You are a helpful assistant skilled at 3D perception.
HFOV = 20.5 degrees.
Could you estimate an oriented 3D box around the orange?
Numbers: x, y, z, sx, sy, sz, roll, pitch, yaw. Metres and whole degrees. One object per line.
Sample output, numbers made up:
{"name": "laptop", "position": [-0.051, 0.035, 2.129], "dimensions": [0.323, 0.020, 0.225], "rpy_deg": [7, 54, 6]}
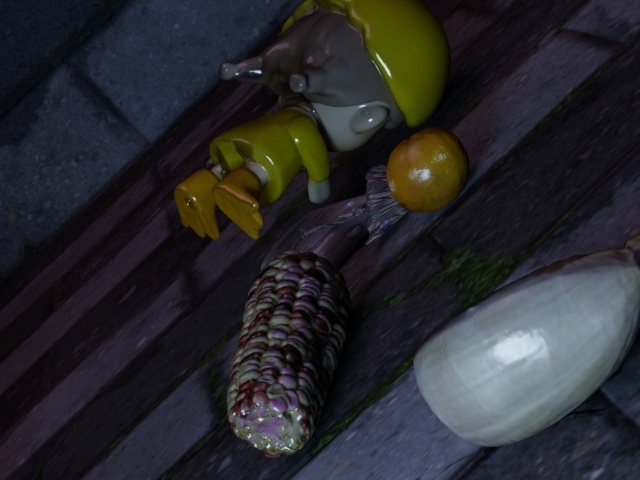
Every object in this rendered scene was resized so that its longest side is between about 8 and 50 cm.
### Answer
{"name": "orange", "position": [0.098, -0.065, 1.628], "dimensions": [0.083, 0.070, 0.083], "rpy_deg": [-38, 10, 8]}

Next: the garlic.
{"name": "garlic", "position": [0.142, 0.051, 1.088], "dimensions": [0.198, 0.090, 0.128], "rpy_deg": [-42, -1, 27]}

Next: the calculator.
{"name": "calculator", "position": [0.000, 0.000, 1.806], "dimensions": [0.100, 0.032, 0.175], "rpy_deg": [-48, 14, -22]}

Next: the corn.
{"name": "corn", "position": [-0.028, 0.094, 1.471], "dimensions": [0.092, 0.092, 0.280], "rpy_deg": [-39, 16, 21]}

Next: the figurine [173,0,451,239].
{"name": "figurine", "position": [-0.004, -0.140, 1.911], "dimensions": [0.215, 0.187, 0.344], "rpy_deg": [16, 54, 43]}

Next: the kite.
{"name": "kite", "position": [0.049, -0.033, 1.726], "dimensions": [0.156, 0.011, 0.139], "rpy_deg": [-22, 31, 16]}
